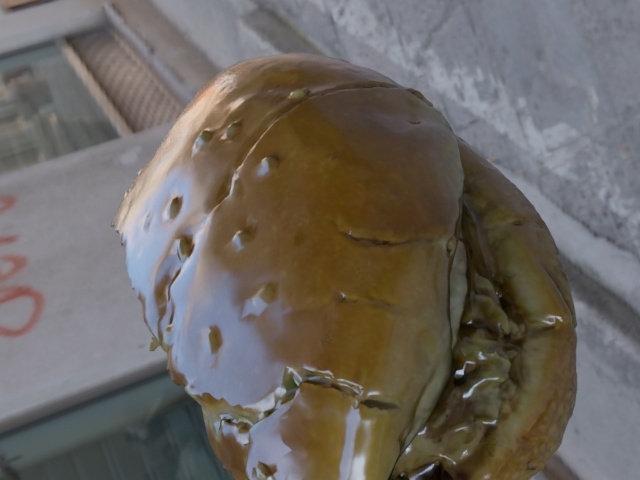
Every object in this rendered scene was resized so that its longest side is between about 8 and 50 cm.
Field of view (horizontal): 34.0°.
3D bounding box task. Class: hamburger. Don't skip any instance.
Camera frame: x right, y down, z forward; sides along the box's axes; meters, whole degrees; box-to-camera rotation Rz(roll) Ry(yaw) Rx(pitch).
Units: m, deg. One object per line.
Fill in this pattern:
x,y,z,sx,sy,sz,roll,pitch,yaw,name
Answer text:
0.000,0.000,0.457,0.156,0.144,0.283,-60,37,18,hamburger
